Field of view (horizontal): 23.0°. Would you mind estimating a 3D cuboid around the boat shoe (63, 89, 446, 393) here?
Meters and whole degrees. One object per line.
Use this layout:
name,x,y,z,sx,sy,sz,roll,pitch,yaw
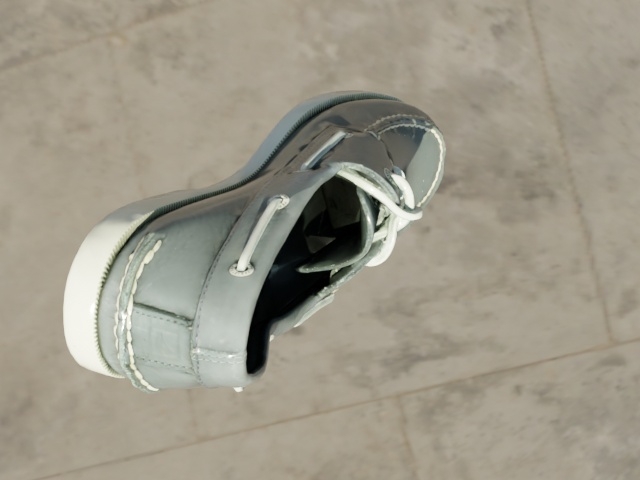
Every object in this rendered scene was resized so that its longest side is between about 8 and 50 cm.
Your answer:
boat shoe,0.000,0.000,0.833,0.099,0.319,0.116,13,114,29
